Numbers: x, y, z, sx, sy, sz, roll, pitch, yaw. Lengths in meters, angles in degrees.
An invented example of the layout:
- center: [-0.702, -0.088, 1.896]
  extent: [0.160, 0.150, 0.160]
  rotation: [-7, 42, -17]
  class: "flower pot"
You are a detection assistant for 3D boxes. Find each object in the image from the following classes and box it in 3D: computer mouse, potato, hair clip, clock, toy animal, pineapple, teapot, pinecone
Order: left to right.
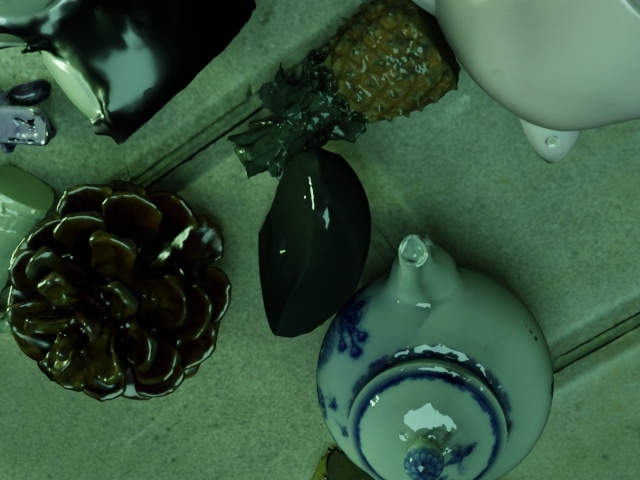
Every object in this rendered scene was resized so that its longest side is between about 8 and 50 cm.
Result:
- center: [-0.408, -0.124, 1.383]
  extent: [0.278, 0.090, 0.137]
  rotation: [1, 115, 12]
  class: "hair clip"
- center: [-0.366, 0.023, 1.445]
  extent: [0.107, 0.077, 0.200]
  rotation: [27, 114, -19]
  class: "teapot"
- center: [-0.241, -0.261, 1.222]
  extent: [0.251, 0.251, 0.310]
  rotation: [-39, 105, 21]
  class: "toy animal"
- center: [-0.216, 0.053, 1.332]
  extent: [0.244, 0.309, 0.244]
  rotation: [0, 93, 1]
  class: "pinecone"
- center: [0.000, 0.000, 1.318]
  extent: [0.086, 0.137, 0.270]
  rotation: [-1, 153, -16]
  class: "computer mouse"
- center: [0.018, -0.150, 1.295]
  extent: [0.248, 0.128, 0.128]
  rotation: [-30, 107, 23]
  class: "pineapple"
- center: [0.053, 0.340, 1.523]
  extent: [0.172, 0.100, 0.089]
  rotation: [33, 119, -11]
  class: "potato"
- center: [0.118, 0.164, 1.332]
  extent: [0.252, 0.280, 0.424]
  rotation: [-2, 115, 10]
  class: "teapot"
- center: [0.280, -0.260, 1.136]
  extent: [0.376, 0.250, 0.368]
  rotation: [-37, 104, 20]
  class: "clock"
